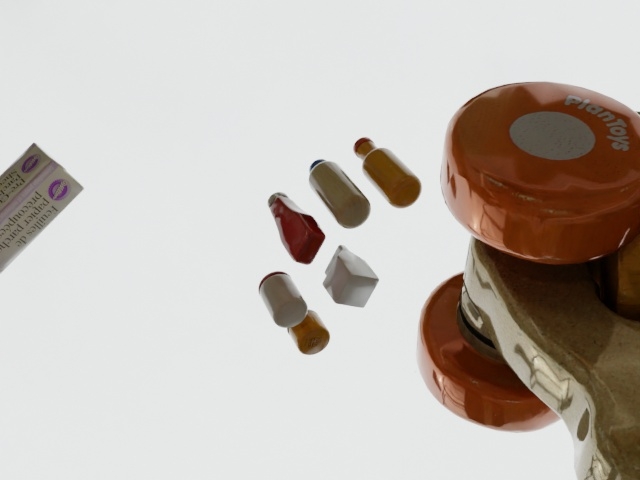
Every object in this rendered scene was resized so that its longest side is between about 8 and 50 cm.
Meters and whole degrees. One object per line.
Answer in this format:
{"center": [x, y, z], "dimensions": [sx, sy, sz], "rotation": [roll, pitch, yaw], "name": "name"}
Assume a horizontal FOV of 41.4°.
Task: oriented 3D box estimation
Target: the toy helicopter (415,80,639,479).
{"center": [0.209, 0.059, 0.314], "dimensions": [0.235, 0.140, 0.355], "rotation": [-19, -133, -20], "name": "toy helicopter"}

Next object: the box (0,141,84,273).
{"center": [-0.423, 0.025, 1.003], "dimensions": [0.324, 0.063, 0.067], "rotation": [-47, -132, -7], "name": "box"}

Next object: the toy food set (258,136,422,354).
{"center": [0.000, 0.000, 0.905], "dimensions": [0.232, 0.111, 0.104], "rotation": [-63, -144, 23], "name": "toy food set"}
